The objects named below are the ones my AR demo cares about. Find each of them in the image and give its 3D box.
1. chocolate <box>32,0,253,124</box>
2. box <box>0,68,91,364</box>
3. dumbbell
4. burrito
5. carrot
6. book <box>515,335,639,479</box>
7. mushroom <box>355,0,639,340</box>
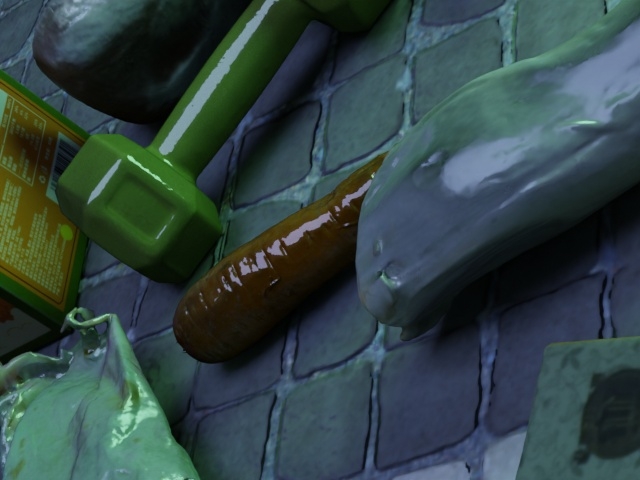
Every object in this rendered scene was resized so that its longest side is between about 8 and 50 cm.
[{"bbox_3d":[-0.096,-0.189,1.292,0.254,0.157,0.080,-47,56,11],"label":"chocolate"},{"bbox_3d":[-0.295,-0.008,1.354,0.177,0.148,0.195,-25,44,33],"label":"box"},{"bbox_3d":[-0.064,-0.114,1.215,0.302,0.121,0.108,-55,6,-1],"label":"dumbbell"},{"bbox_3d":[-0.154,0.141,1.119,0.144,0.089,0.229,-33,38,4],"label":"burrito"},{"bbox_3d":[0.000,0.000,1.089,0.248,0.059,0.059,-37,38,18],"label":"carrot"},{"bbox_3d":[0.220,0.151,0.720,0.389,0.032,0.269,-11,54,45],"label":"book"},{"bbox_3d":[0.156,-0.076,0.943,0.351,0.097,0.109,-38,40,14],"label":"mushroom"}]
